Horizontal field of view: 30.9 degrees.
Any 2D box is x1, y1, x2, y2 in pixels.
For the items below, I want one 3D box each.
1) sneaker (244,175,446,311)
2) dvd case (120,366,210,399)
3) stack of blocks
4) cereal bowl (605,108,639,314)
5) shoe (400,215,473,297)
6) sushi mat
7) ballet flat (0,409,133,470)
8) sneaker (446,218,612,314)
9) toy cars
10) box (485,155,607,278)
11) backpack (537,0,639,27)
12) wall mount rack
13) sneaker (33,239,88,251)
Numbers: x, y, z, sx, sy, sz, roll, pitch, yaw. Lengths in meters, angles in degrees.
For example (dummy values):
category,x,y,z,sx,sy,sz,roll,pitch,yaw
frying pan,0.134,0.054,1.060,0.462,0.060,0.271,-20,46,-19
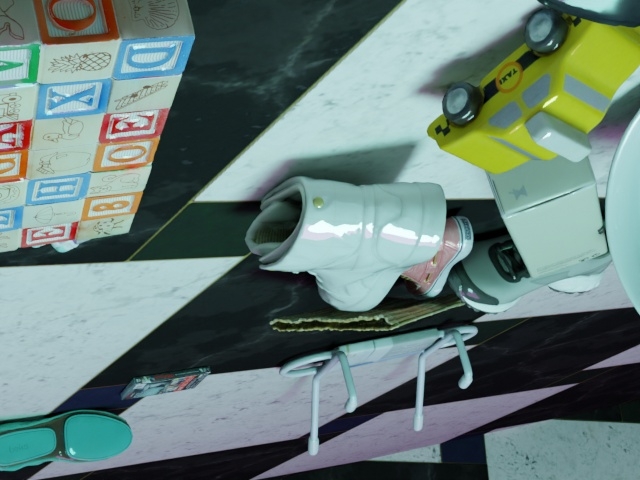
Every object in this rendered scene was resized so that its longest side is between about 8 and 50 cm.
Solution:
category,x,y,z,sx,sy,sz,roll,pitch,yaw
sneaker,0.000,0.000,1.193,0.169,0.108,0.292,5,161,-14
dvd case,-0.235,0.216,1.756,0.119,0.013,0.087,-8,161,-27
stack of blocks,-0.197,-0.086,0.753,0.171,0.087,0.297,-8,161,-21
cereal bowl,0.457,-0.026,1.114,0.339,0.339,0.141,-30,173,38
shoe,0.114,0.022,1.394,0.081,0.064,0.178,-4,158,-17
sushi mat,0.068,0.087,1.432,0.151,0.019,0.316,-3,-179,22
ballet flat,-0.414,0.304,1.792,0.247,0.083,0.087,-1,-179,-39
sneaker,0.271,0.018,1.474,0.271,0.100,0.108,-11,151,-31
toy cars,0.285,-0.134,0.957,0.393,0.087,0.176,-15,146,-3
box,0.228,-0.051,1.182,0.094,0.113,0.275,-19,163,10
backpack,0.190,-0.204,0.682,0.182,0.115,0.152,-8,149,-18
wall mount rack,0.100,0.248,1.941,0.350,0.131,0.304,-9,161,-17
sneaker,-0.221,-0.020,1.024,0.069,0.038,0.098,-21,171,12
